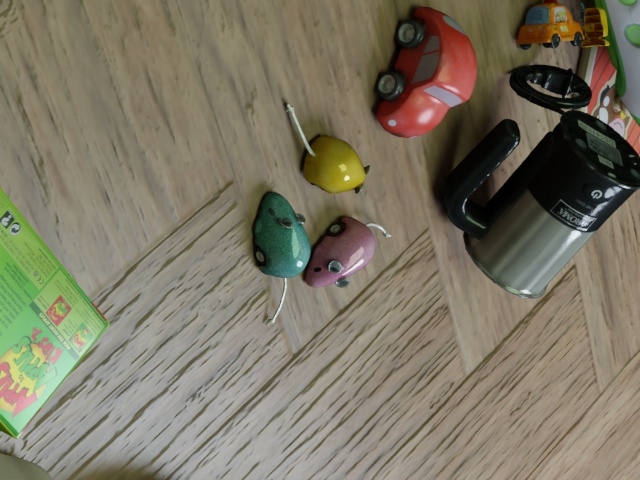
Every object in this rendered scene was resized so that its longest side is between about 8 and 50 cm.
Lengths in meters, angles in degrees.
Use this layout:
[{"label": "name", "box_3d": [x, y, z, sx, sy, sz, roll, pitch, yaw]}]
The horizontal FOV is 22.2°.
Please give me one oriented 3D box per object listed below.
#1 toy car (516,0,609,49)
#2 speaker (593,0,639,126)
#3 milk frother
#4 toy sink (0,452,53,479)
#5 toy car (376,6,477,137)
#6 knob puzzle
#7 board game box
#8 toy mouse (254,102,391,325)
[{"label": "toy car", "box_3d": [0.204, -0.173, 1.285, 0.060, 0.122, 0.040, -8, 97, -28]}, {"label": "speaker", "box_3d": [0.270, -0.229, 1.302, 0.131, 0.131, 0.296, -45, 128, -28]}, {"label": "milk frother", "box_3d": [0.175, -0.055, 1.314, 0.135, 0.129, 0.143, -51, -175, 32]}, {"label": "toy sink", "box_3d": [-0.209, 0.244, 0.933, 0.131, 0.234, 0.153, -44, 144, 14]}, {"label": "toy car", "box_3d": [0.107, -0.216, 1.191, 0.239, 0.053, 0.225, -48, 136, -26]}, {"label": "knob puzzle", "box_3d": [0.285, -0.137, 1.452, 0.213, 0.030, 0.213, -23, 122, -43]}, {"label": "board game box", "box_3d": [-0.203, 0.024, 0.937, 0.092, 0.043, 0.181, -52, 137, -21]}, {"label": "toy mouse", "box_3d": [0.000, 0.000, 1.174, 0.161, 0.031, 0.143, 33, 79, -50]}]
